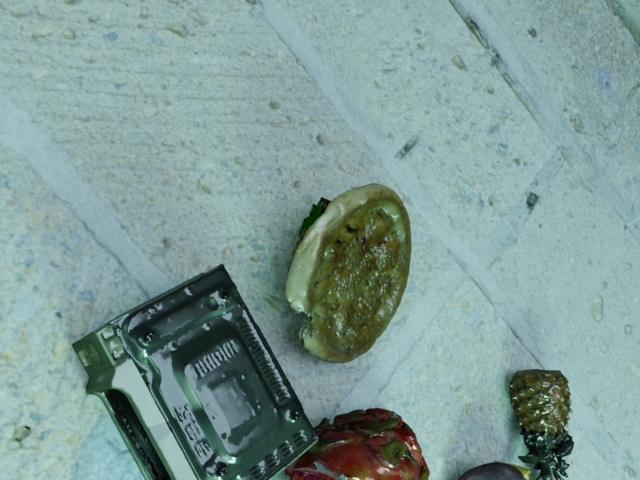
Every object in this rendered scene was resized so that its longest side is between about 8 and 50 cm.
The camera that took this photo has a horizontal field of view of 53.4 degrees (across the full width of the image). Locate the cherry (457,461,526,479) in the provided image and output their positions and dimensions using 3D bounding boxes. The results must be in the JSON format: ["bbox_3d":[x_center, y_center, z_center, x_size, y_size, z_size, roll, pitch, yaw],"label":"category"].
[{"bbox_3d":[0.378,0.574,1.390,0.140,0.176,0.176,-11,80,-64],"label":"cherry"}]

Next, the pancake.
[{"bbox_3d":[0.069,0.076,1.303,0.382,0.071,0.382,-17,114,-44],"label":"pancake"}]

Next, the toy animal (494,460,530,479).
[{"bbox_3d":[0.435,0.602,1.478,0.070,0.083,0.159,10,83,-39],"label":"toy animal"}]

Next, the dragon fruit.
[{"bbox_3d":[0.083,0.452,1.203,0.291,0.250,0.268,-10,94,-56],"label":"dragon fruit"}]

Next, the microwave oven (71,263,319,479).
[{"bbox_3d":[-0.209,0.256,1.089,0.286,0.218,0.354,-28,91,-33],"label":"microwave oven"}]

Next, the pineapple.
[{"bbox_3d":[0.534,0.472,1.538,0.170,0.141,0.309,1,82,-36],"label":"pineapple"}]

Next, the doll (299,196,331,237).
[{"bbox_3d":[0.004,-0.001,1.360,0.106,0.134,0.186,24,72,-25],"label":"doll"}]
